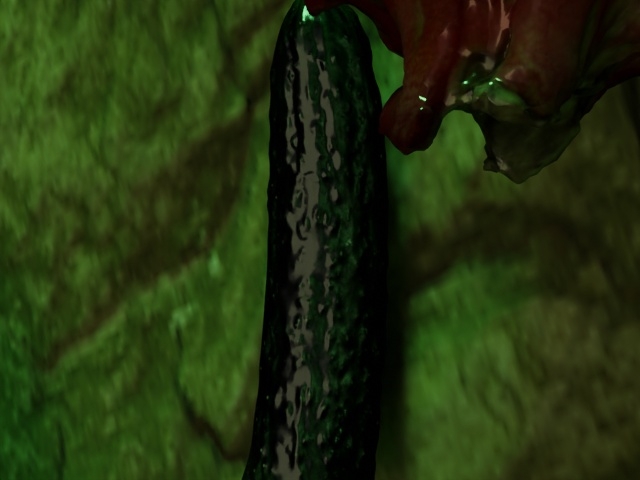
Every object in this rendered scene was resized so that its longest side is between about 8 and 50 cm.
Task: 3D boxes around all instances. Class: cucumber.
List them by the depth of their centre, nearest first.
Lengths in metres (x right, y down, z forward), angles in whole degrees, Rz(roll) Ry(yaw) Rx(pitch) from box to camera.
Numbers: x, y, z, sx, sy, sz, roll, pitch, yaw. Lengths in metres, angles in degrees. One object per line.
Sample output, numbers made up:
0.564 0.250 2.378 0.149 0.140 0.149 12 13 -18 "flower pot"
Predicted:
0.000 0.000 0.638 0.052 0.058 0.214 175 97 -74 "cucumber"

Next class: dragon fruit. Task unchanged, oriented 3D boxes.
0.074 -0.139 0.474 0.205 0.210 0.268 -21 51 46 "dragon fruit"
